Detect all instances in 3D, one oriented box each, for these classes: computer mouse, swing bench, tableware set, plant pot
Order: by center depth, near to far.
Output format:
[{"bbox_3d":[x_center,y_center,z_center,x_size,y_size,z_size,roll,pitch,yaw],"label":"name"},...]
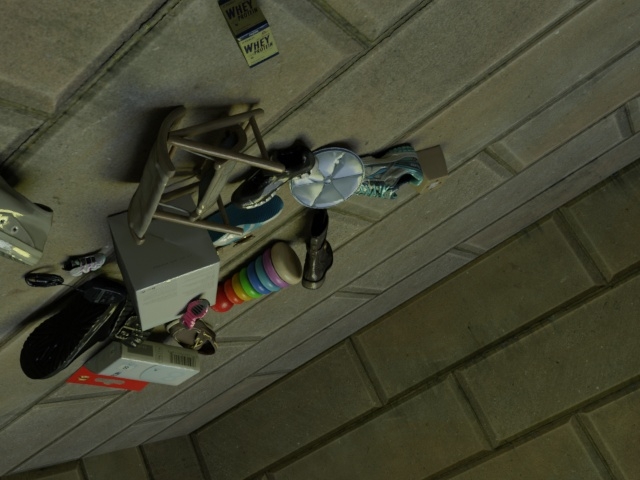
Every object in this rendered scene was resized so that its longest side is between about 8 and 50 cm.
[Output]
[{"bbox_3d":[-0.249,-0.132,1.318,0.254,0.165,0.253,-5,152,-34],"label":"swing bench"},{"bbox_3d":[-0.591,0.107,1.587,0.242,0.041,0.071,18,137,-33],"label":"computer mouse"},{"bbox_3d":[-0.242,0.007,1.772,0.141,0.020,0.169,-25,-170,1],"label":"tableware set"},{"bbox_3d":[0.315,-0.203,1.930,0.109,0.096,0.109,-19,159,-23],"label":"plant pot"}]

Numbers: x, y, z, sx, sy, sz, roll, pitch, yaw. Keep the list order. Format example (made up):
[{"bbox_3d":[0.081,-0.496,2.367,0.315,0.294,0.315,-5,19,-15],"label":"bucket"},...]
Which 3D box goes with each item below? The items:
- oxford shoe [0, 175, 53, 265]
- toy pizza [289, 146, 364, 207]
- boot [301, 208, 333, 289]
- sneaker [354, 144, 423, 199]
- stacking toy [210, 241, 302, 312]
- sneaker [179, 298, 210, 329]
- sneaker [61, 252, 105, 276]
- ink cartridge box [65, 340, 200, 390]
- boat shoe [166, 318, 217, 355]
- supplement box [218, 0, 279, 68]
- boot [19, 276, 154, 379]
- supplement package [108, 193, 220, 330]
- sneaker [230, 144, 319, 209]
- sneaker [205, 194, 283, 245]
[{"bbox_3d":[-0.599,-0.091,1.049,0.130,0.169,0.449,-68,157,-15],"label":"oxford shoe"},{"bbox_3d":[0.016,-0.165,1.686,0.201,0.032,0.201,-10,137,-10],"label":"toy pizza"},{"bbox_3d":[0.000,0.000,1.997,0.091,0.263,0.229,8,125,2],"label":"boot"},{"bbox_3d":[0.155,-0.166,1.780,0.283,0.122,0.110,-21,160,-12],"label":"sneaker"},{"bbox_3d":[-0.224,0.131,2.072,0.330,0.141,0.141,-27,161,22],"label":"stacking toy"},{"bbox_3d":[-0.301,0.172,1.600,0.119,0.047,0.057,-42,178,39],"label":"sneaker"},{"bbox_3d":[-0.567,0.053,1.549,0.098,0.038,0.069,-29,161,4],"label":"sneaker"},{"bbox_3d":[-0.658,0.470,2.268,0.308,0.091,0.385,20,135,-42],"label":"ink cartridge box"},{"bbox_3d":[-0.452,0.348,2.337,0.116,0.097,0.324,-26,160,1],"label":"boat shoe"},{"bbox_3d":[-0.116,-0.345,1.059,0.056,0.083,0.083,-27,159,-1],"label":"supplement box"},{"bbox_3d":[-0.615,0.257,1.786,0.348,0.131,0.260,-41,159,0],"label":"boot"},{"bbox_3d":[-0.373,0.056,1.564,0.199,0.198,0.263,-20,159,-21],"label":"supplement package"},{"bbox_3d":[-0.116,-0.159,1.539,0.234,0.078,0.106,-30,157,-3],"label":"sneaker"},{"bbox_3d":[-0.198,-0.057,1.687,0.228,0.087,0.092,-23,168,11],"label":"sneaker"}]
